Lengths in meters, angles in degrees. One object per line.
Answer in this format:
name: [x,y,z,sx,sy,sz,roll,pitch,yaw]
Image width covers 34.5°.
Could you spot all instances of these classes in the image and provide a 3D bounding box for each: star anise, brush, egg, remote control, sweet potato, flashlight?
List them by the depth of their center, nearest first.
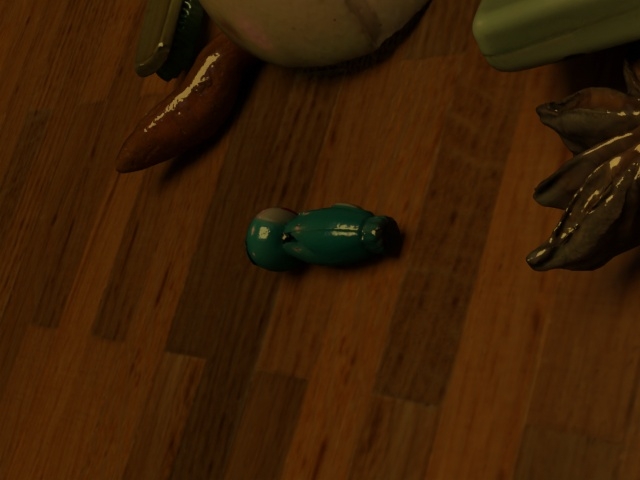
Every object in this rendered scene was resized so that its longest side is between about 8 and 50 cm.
star anise: [0.195,-0.047,0.535,0.182,0.065,0.195,-19,45,38]
remote control: [0.219,-0.167,0.545,0.296,0.056,0.140,-10,30,44]
flashlight: [0.000,0.000,0.740,0.129,0.051,0.051,1,70,41]
egg: [-0.040,-0.276,0.821,0.206,0.162,0.271,-19,52,25]
sweet potato: [-0.108,-0.123,0.917,0.202,0.058,0.055,-43,20,12]
brush: [-0.136,-0.270,1.037,0.054,0.048,0.282,-25,45,34]
